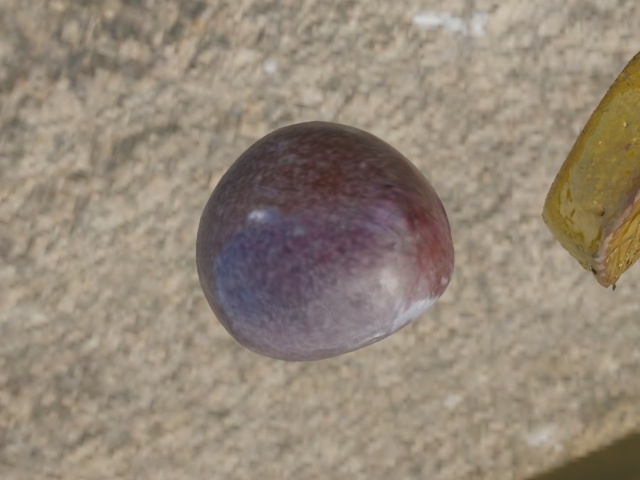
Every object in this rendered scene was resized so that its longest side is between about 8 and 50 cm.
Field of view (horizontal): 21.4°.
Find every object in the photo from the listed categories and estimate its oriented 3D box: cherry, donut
[{"bbox_3d":[-0.001,0.003,1.125,0.176,0.176,0.140,-23,127,24],"label":"cherry"},{"bbox_3d":[0.325,-0.088,1.714,0.108,0.277,0.277,34,131,13],"label":"donut"}]
